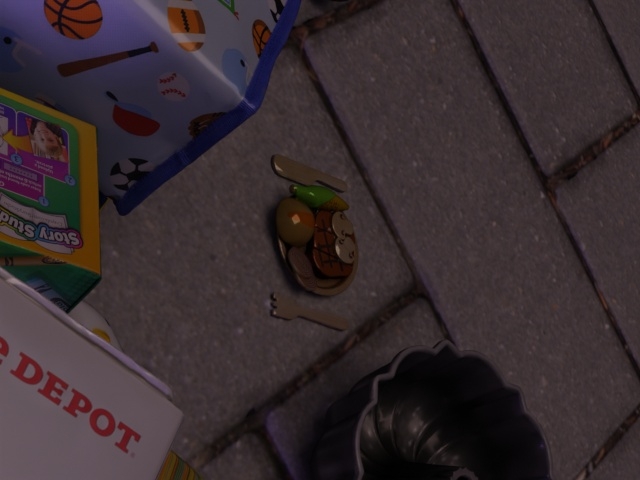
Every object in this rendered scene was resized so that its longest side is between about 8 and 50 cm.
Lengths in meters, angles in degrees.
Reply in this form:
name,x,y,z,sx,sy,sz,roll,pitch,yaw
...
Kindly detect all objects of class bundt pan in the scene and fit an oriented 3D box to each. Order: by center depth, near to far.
name,x,y,z,sx,sy,sz,roll,pitch,yaw
bundt pan,0.112,0.280,1.477,0.330,0.124,0.331,19,61,-40

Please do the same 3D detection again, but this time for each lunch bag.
name,x,y,z,sx,sy,sz,roll,pitch,yaw
lunch bag,-0.195,-0.270,1.305,0.328,0.239,0.385,44,36,-21

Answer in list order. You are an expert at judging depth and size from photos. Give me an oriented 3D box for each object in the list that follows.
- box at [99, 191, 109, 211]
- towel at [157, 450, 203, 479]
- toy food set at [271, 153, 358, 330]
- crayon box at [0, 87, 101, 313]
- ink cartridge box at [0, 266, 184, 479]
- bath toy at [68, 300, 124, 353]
name,x,y,z,sx,sy,sz,roll,pitch,yaw
box,-0.266,-0.001,1.267,0.059,0.054,0.169,48,47,-19
towel,-0.169,0.215,1.215,0.237,0.021,0.102,56,44,-54
toy food set,0.000,0.000,1.539,0.132,0.038,0.192,17,63,-40
crayon box,-0.311,-0.055,1.088,0.278,0.081,0.165,22,44,-34
ink cartridge box,-0.301,0.206,0.864,0.285,0.166,0.395,41,56,-27
bath toy,-0.290,0.126,1.111,0.348,0.151,0.129,-21,122,-50
